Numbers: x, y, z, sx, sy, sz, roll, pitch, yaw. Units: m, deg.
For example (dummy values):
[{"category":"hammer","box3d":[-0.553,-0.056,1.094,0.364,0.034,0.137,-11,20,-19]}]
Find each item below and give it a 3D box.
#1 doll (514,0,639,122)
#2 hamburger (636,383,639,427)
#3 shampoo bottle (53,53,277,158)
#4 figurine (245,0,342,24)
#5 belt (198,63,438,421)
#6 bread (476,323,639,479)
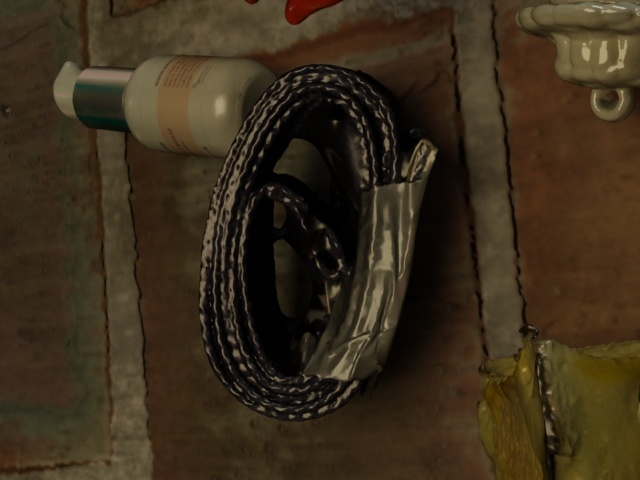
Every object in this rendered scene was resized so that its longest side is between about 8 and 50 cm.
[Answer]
[{"category":"doll","box3d":[0.179,-0.216,0.868,0.138,0.119,0.293,5,91,24]},{"category":"hamburger","box3d":[0.282,0.086,0.755,0.237,0.147,0.237,10,113,25]},{"category":"shampoo bottle","box3d":[-0.119,-0.101,1.094,0.192,0.074,0.074,7,92,34]},{"category":"figurine","box3d":[-0.007,-0.316,0.905,0.306,0.241,0.412,-60,30,18]},{"category":"belt","box3d":[0.000,0.000,0.982,0.140,0.126,0.230,9,94,6]},{"category":"bread","box3d":[0.135,0.120,0.859,0.169,0.160,0.140,-11,82,34]}]
